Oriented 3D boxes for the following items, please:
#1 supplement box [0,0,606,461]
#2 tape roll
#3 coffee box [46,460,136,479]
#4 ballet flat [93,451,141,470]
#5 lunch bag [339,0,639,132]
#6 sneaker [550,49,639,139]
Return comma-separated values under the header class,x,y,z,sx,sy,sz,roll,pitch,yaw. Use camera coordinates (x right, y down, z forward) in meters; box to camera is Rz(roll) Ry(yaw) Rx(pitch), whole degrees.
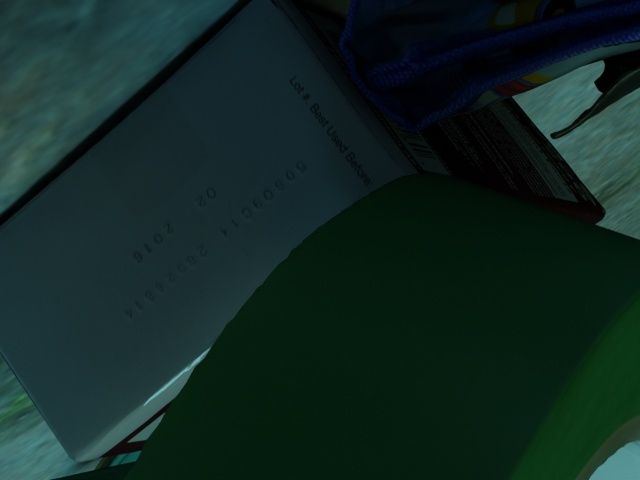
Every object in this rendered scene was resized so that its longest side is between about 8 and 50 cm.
class,x,y,z,sx,sy,sz,roll,pitch,yaw
supplement box,0.000,0.000,0.641,0.130,0.073,0.239,-40,165,14
tape roll,0.013,0.144,0.514,0.321,0.077,0.321,-50,151,-42
coffee box,-0.105,0.136,0.621,0.184,0.113,0.040,-13,171,19
ballet flat,-0.008,0.069,0.860,0.232,0.080,0.073,-38,-178,13
lunch bag,0.142,-0.131,0.500,0.221,0.138,0.293,-30,177,-41
sneaker,0.152,-0.101,0.725,0.170,0.051,0.089,-38,172,23
